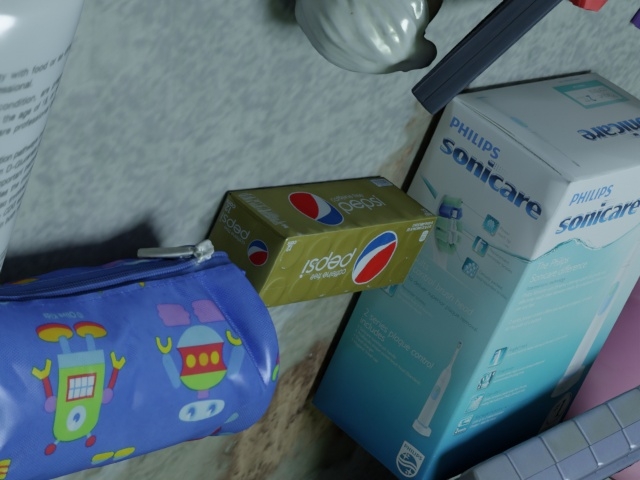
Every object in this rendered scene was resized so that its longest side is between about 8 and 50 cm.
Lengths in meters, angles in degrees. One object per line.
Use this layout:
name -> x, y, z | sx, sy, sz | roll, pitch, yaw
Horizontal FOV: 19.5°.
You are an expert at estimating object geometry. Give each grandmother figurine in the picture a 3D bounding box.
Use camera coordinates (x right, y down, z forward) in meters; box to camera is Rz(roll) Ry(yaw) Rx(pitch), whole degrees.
grandmother figurine -> 0.122, -0.225, 1.169 | 0.342, 0.104, 0.208 | -41, 165, -14

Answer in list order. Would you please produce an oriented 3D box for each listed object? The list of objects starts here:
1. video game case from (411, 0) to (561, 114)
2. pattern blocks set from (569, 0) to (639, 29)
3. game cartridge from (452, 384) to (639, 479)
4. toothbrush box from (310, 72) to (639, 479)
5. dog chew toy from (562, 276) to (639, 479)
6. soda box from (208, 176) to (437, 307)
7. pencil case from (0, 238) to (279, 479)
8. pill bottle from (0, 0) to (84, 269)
video game case -> 0.169, -0.187, 1.186 | 0.196, 0.026, 0.274 | -42, -179, 30
pattern blocks set -> 0.334, -0.306, 1.462 | 0.285, 0.026, 0.325 | 3, 121, -58
game cartridge -> 0.140, 0.229, 1.593 | 0.230, 0.068, 0.355 | -16, 164, -31
toothbrush box -> 0.149, 0.029, 1.475 | 0.216, 0.126, 0.295 | -15, 136, -49
dog chew toy -> 0.328, 0.063, 1.722 | 0.332, 0.206, 0.206 | -59, 153, -3
soda box -> 0.000, 0.000, 1.291 | 0.181, 0.058, 0.061 | -8, 130, -53
pencil case -> -0.150, 0.072, 1.085 | 0.306, 0.119, 0.133 | -9, 112, -52
pill bottle -> -0.193, -0.078, 0.799 | 0.160, 0.160, 0.283 | -15, 136, -49
